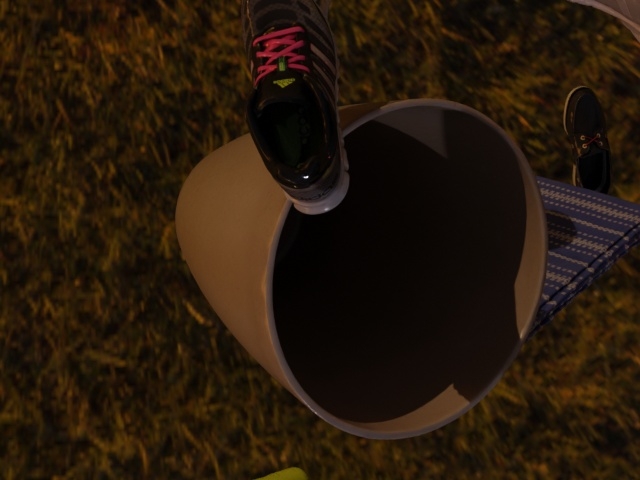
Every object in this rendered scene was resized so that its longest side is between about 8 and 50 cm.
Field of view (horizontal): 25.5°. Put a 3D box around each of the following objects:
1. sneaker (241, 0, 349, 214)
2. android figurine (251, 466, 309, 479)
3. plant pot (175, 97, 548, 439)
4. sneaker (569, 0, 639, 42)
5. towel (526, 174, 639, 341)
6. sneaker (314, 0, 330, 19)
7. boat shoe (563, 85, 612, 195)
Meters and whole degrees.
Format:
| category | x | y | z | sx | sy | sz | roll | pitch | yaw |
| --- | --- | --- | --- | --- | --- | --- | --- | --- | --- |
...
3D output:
| category | x | y | z | sx | sy | sz | roll | pitch | yaw |
| --- | --- | --- | --- | --- | --- | --- | --- | --- | --- |
| sneaker | -0.020 | -0.104 | 0.939 | 0.063 | 0.075 | 0.170 | -11 | 81 | 9 |
| android figurine | -0.010 | 0.393 | 1.684 | 0.273 | 0.248 | 0.056 | -9 | 158 | -39 |
| plant pot | 0.000 | 0.000 | 1.153 | 0.257 | 0.274 | 0.256 | -7 | 104 | -31 |
| sneaker | 0.348 | -0.308 | 1.584 | 0.281 | 0.115 | 0.105 | 34 | 69 | 4 |
| towel | 0.158 | 0.020 | 1.420 | 0.336 | 0.243 | 0.040 | -33 | 131 | -41 |
| sneaker | -0.014 | -0.246 | 1.188 | 0.080 | 0.081 | 0.211 | -22 | 156 | -7 |
| boat shoe | 0.304 | -0.108 | 1.587 | 0.049 | 0.042 | 0.133 | -13 | 112 | -8 |
